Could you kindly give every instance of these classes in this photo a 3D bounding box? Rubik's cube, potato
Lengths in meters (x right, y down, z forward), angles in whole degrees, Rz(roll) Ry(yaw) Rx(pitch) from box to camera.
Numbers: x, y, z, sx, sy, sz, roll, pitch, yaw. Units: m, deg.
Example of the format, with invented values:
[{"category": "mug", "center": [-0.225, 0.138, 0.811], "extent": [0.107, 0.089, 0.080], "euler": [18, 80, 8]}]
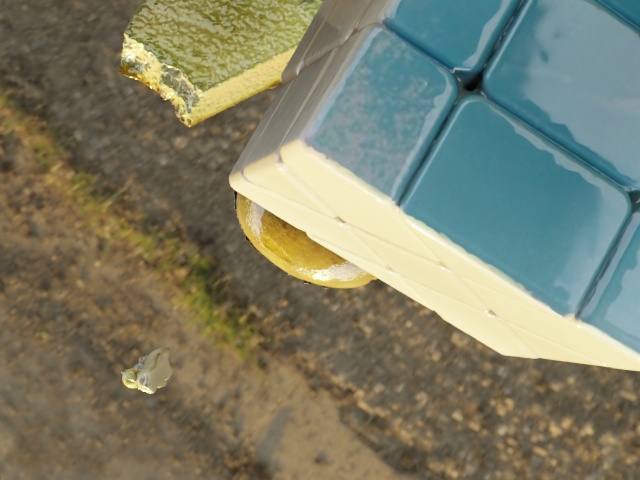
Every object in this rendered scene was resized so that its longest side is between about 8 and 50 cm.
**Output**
[{"category": "Rubik's cube", "center": [0.153, -0.108, 1.094], "extent": [0.321, 0.319, 0.316], "euler": [33, 81, -10]}, {"category": "potato", "center": [-0.002, -0.001, 1.730], "extent": [0.261, 0.100, 0.120], "euler": [16, 90, 6]}]

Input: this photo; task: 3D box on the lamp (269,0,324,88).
[{"category": "lamp", "center": [-0.064, -0.279, 1.732], "extent": [0.161, 0.185, 0.161], "euler": [19, 123, 32]}]

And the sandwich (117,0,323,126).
[{"category": "sandwich", "center": [-0.089, -0.182, 1.312], "extent": [0.193, 0.162, 0.058], "euler": [20, 154, 6]}]

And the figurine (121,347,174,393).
[{"category": "figurine", "center": [-0.227, 0.172, 1.775], "extent": [0.050, 0.083, 0.047], "euler": [-7, 105, 20]}]
